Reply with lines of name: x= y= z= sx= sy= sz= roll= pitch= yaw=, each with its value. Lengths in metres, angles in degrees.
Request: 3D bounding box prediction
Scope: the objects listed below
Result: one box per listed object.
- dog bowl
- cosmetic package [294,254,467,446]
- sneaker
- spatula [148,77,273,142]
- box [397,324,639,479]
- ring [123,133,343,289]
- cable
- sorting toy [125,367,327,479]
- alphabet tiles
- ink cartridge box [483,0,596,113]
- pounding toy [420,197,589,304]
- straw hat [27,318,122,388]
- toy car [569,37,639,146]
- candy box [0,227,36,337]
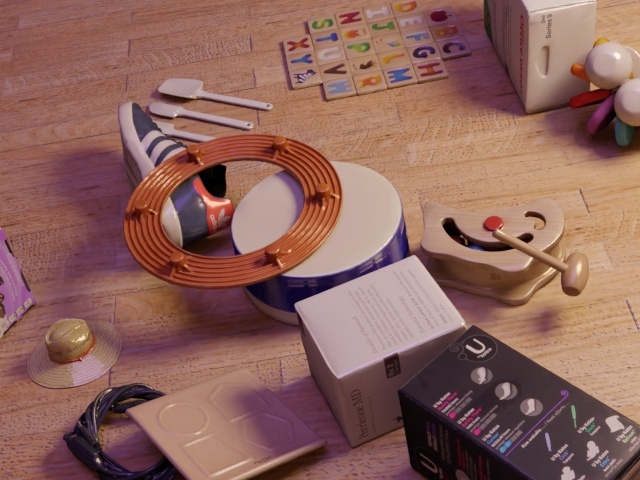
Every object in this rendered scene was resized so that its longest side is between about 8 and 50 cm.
dog bowl: x=0.000 y=0.000 z=1.703 sx=0.265 sy=0.104 sz=0.265 roll=-6 pitch=42 yaw=5
cosmetic package: x=0.084 y=0.146 z=1.493 sx=0.183 sy=0.151 sz=0.151 roll=-22 pitch=44 yaw=-11
sneaker: x=-0.241 y=-0.119 z=1.880 sx=0.148 sy=0.131 sz=0.350 roll=-16 pitch=48 yaw=-15
spatula: x=-0.218 y=-0.233 z=2.066 sx=0.242 sy=0.019 sz=0.168 roll=12 pitch=46 yaw=24
box: x=0.242 y=0.251 z=1.334 sx=0.143 sy=0.165 sz=0.270 roll=-38 pitch=49 yaw=-26
ring: x=-0.134 y=-0.058 z=1.687 sx=0.336 sy=0.032 sz=0.336 roll=-5 pitch=44 yaw=5
cable: x=-0.247 y=0.267 z=1.517 sx=0.184 sy=0.047 sz=0.150 roll=27 pitch=48 yaw=34
sorting toy: x=-0.125 y=0.252 z=1.478 sx=0.193 sy=0.038 sz=0.208 roll=-17 pitch=34 yaw=-36
alphabet tiles: x=0.103 y=-0.372 z=2.154 sx=0.342 sy=0.011 sz=0.285 roll=-11 pitch=42 yaw=0
ink cartridge box: x=0.378 y=-0.393 z=1.972 sx=0.121 sy=0.211 sz=0.289 roll=-11 pitch=43 yaw=-2
pounding toy: x=0.270 y=-0.015 z=1.623 sx=0.269 sy=0.155 sz=0.154 roll=14 pitch=52 yaw=25
straw hat: x=-0.370 y=0.148 z=1.654 sx=0.144 sy=0.061 sz=0.144 roll=-6 pitch=42 yaw=6
toy car: x=0.480 y=-0.233 z=1.830 sx=0.136 sy=0.159 sz=0.182 roll=-40 pitch=77 yaw=23
candy box: x=-0.536 y=0.092 z=1.671 sx=0.070 sy=0.165 sz=0.196 roll=17 pitch=50 yaw=29
